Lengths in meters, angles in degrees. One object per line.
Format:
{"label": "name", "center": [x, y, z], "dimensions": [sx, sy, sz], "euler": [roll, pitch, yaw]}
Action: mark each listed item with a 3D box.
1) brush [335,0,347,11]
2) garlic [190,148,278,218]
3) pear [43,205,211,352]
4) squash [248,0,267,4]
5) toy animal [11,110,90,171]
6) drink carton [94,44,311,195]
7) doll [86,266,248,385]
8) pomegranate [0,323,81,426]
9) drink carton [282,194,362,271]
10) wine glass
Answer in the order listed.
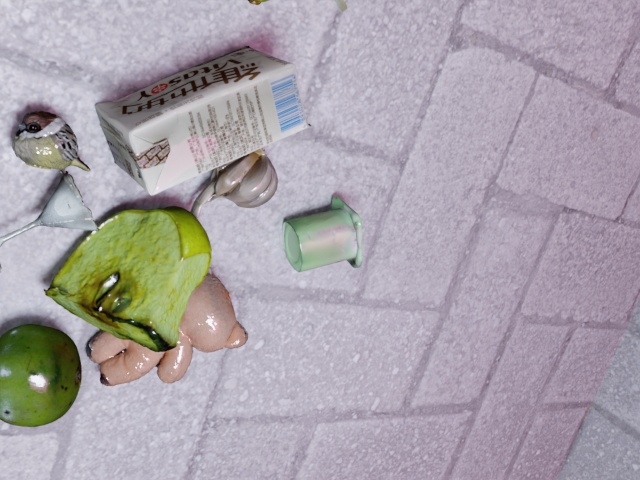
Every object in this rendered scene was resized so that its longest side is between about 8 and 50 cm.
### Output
{"label": "brush", "center": [0.031, -0.489, 1.428], "dimensions": [0.016, 0.013, 0.084], "euler": [-48, 133, -9]}
{"label": "garlic", "center": [-0.168, -0.104, 1.396], "dimensions": [0.194, 0.131, 0.127], "euler": [-41, 101, -14]}
{"label": "pear", "center": [-0.336, 0.051, 1.330], "dimensions": [0.164, 0.238, 0.256], "euler": [68, 40, -62]}
{"label": "squash", "center": [-0.089, -0.534, 1.242], "dimensions": [0.132, 0.132, 0.247], "euler": [9, 107, -39]}
{"label": "toy animal", "center": [-0.440, -0.163, 1.196], "dimensions": [0.137, 0.098, 0.098], "euler": [8, 107, -46]}
{"label": "drink carton", "center": [-0.204, -0.223, 1.268], "dimensions": [0.324, 0.194, 0.132], "euler": [-28, 124, -22]}
{"label": "doll", "center": [-0.311, 0.180, 1.447], "dimensions": [0.303, 0.156, 0.201], "euler": [-27, 88, 1]}
{"label": "pomegranate", "center": [-0.542, 0.238, 1.280], "dimensions": [0.225, 0.187, 0.187], "euler": [4, 112, -9]}
{"label": "drink carton", "center": [0.000, 0.000, 1.573], "dimensions": [0.142, 0.146, 0.144], "euler": [-16, 120, -20]}
{"label": "wine glass", "center": [-0.483, -0.026, 1.219], "dimensions": [0.182, 0.122, 0.122], "euler": [-30, 127, -16]}
